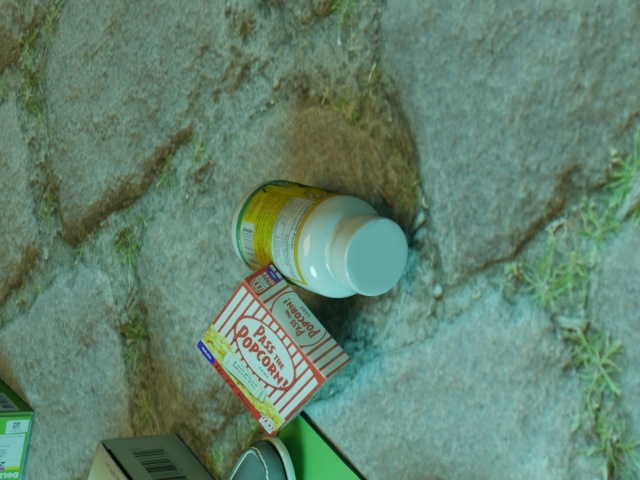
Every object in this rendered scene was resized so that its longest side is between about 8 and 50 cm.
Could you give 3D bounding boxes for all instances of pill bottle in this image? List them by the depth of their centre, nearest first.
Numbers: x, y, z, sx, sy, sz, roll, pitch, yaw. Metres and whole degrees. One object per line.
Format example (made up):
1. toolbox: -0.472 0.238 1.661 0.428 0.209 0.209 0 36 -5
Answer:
1. pill bottle: 0.000 0.000 1.594 0.208 0.118 0.117 16 101 53

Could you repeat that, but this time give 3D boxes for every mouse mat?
1. mouse mat: -0.012 0.306 1.689 0.190 0.007 0.152 41 120 45

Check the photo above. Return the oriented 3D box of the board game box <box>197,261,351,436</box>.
1. board game box: -0.058 0.130 1.636 0.147 0.045 0.193 50 146 9

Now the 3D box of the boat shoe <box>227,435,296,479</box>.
1. boat shoe: -0.114 0.381 1.737 0.116 0.099 0.319 48 129 44

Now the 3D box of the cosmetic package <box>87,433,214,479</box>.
1. cosmetic package: -0.253 0.427 1.903 0.153 0.129 0.296 39 119 45

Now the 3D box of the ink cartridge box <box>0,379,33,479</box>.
1. ink cartridge box: -0.582 0.370 2.370 0.189 0.097 0.255 29 110 50
